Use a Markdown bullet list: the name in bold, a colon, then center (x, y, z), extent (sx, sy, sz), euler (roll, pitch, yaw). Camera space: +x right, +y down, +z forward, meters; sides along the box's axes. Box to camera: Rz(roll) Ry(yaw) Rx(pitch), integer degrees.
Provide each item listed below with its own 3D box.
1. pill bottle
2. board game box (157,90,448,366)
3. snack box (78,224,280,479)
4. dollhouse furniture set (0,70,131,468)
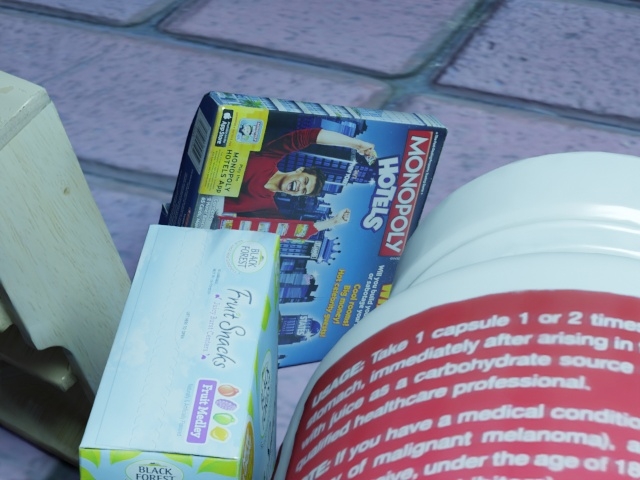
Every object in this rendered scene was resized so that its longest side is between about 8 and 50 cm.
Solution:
- **pill bottle**: center (0.081, 0.152, 0.558), extent (0.229, 0.229, 0.408), euler (6, 38, 8)
- **board game box**: center (0.000, 0.000, 1.017), extent (0.194, 0.194, 0.060), euler (4, 29, -24)
- **snack box**: center (-0.059, 0.124, 0.750), extent (0.070, 0.207, 0.174), euler (3, 32, 3)
- **dollhouse furniture set**: center (-0.278, 0.119, 0.813), extent (0.362, 0.256, 0.394), euler (22, 58, 32)
